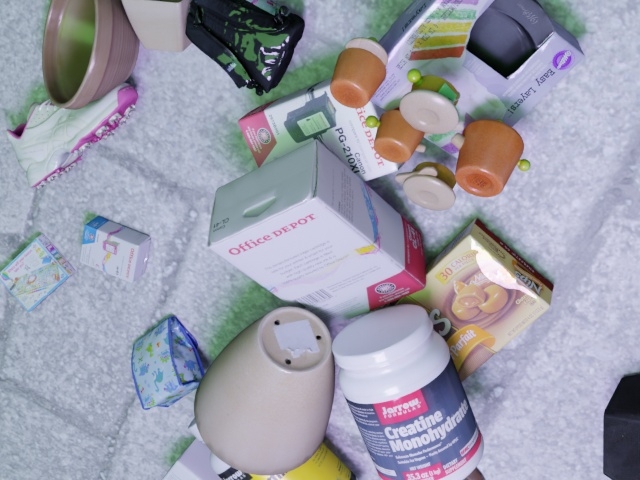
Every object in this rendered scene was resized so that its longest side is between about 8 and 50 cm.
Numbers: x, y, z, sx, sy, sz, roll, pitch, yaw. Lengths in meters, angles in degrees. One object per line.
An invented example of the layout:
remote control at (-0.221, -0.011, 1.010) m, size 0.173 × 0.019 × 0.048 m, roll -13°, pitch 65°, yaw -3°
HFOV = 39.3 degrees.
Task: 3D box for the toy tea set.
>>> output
toy tea set at (0.163, -0.186, 1.328) m, size 0.200 × 0.124 × 0.336 m, roll -4°, pitch 141°, yaw 42°

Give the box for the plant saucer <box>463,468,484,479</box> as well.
plant saucer at (0.238, 0.492, 1.731) m, size 0.168 × 0.029 × 0.169 m, roll 4°, pitch 102°, yaw 17°

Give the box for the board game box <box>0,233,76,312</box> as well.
board game box at (-0.594, 0.069, 1.867) m, size 0.154 × 0.026 × 0.103 m, roll -36°, pitch 97°, yaw 29°

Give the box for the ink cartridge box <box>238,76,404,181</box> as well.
ink cartridge box at (0.009, -0.173, 1.502) m, size 0.237 × 0.100 × 0.172 m, roll -17°, pitch 105°, yaw 25°

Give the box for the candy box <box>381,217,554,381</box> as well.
candy box at (0.228, 0.134, 1.563) m, size 0.183 × 0.087 × 0.316 m, roll 42°, pitch 120°, yaw -1°

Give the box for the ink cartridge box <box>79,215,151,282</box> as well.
ink cartridge box at (-0.404, 0.018, 1.762) m, size 0.122 × 0.052 × 0.089 m, roll 20°, pitch 117°, yaw 10°

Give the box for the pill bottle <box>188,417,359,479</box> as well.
pill bottle at (-0.093, 0.432, 1.749) m, size 0.334 × 0.188 × 0.188 m, roll 45°, pitch 119°, yaw -3°

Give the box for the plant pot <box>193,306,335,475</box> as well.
plant pot at (-0.076, 0.238, 1.574) m, size 0.256 × 0.256 × 0.274 m, roll 30°, pitch 141°, yaw 6°

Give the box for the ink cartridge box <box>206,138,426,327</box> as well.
ink cartridge box at (0.000, 0.000, 1.483) m, size 0.226 × 0.131 × 0.306 m, roll -23°, pitch 135°, yaw 30°

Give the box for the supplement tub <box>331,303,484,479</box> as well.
supplement tub at (0.144, 0.265, 1.490) m, size 0.191 × 0.191 × 0.272 m, roll -15°, pitch 108°, yaw 25°

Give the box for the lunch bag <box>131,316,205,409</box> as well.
lunch bag at (-0.313, 0.247, 1.806) m, size 0.129 × 0.096 × 0.151 m, roll -35°, pitch 68°, yaw 28°

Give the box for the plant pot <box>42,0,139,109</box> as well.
plant pot at (-0.386, -0.338, 1.541) m, size 0.237 × 0.109 × 0.237 m, roll -7°, pitch 81°, yaw 52°

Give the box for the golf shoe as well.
golf shoe at (-0.468, -0.218, 1.652) m, size 0.306 × 0.115 × 0.140 m, roll -32°, pitch 95°, yaw 27°

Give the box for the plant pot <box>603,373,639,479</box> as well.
plant pot at (0.566, 0.323, 1.480) m, size 0.167 × 0.187 × 0.188 m, roll 6°, pitch 115°, yaw 32°

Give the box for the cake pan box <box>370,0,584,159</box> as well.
cake pan box at (0.224, -0.269, 1.351) m, size 0.245 × 0.070 × 0.267 m, roll 30°, pitch 122°, yaw -26°

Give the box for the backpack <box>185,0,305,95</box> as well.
backpack at (-0.130, -0.342, 1.473) m, size 0.182 × 0.115 × 0.152 m, roll 30°, pitch 107°, yaw 7°

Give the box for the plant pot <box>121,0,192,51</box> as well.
plant pot at (-0.258, -0.379, 1.514) m, size 0.109 × 0.109 × 0.096 m, roll 9°, pitch 127°, yaw 16°

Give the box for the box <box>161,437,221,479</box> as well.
box at (-0.260, 0.490, 1.885) m, size 0.101 × 0.102 × 0.087 m, roll 38°, pitch 121°, yaw 2°
